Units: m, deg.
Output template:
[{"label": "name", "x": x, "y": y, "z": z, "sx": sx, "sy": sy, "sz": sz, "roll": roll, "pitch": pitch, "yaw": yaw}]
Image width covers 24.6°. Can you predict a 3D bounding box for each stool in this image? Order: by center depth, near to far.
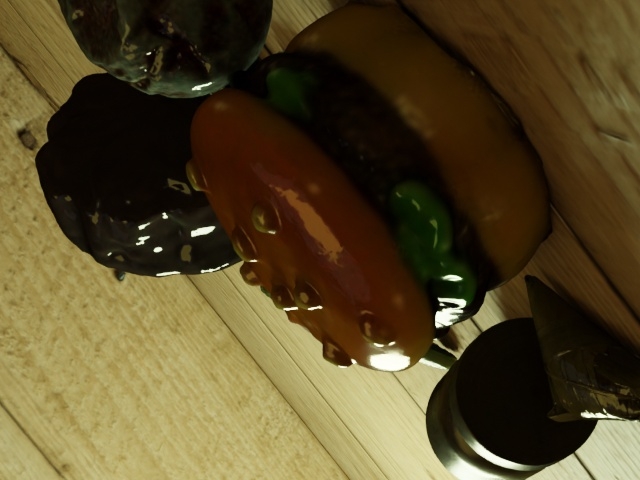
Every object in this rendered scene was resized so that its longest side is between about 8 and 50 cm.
[{"label": "stool", "x": 0.236, "y": 0.211, "z": 1.851, "sx": 0.179, "sy": 0.179, "sz": 0.264, "roll": 48, "pitch": 166, "yaw": 9}]

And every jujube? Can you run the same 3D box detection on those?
[{"label": "jujube", "x": -0.180, "y": -0.299, "z": 1.717, "sx": 0.308, "sy": 0.215, "sz": 0.247, "roll": 56, "pitch": 139, "yaw": 35}]

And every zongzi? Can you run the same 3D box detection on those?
[{"label": "zongzi", "x": 0.307, "y": 0.118, "z": 1.644, "sx": 0.160, "sy": 0.078, "sz": 0.176, "roll": -7, "pitch": 99, "yaw": 53}]

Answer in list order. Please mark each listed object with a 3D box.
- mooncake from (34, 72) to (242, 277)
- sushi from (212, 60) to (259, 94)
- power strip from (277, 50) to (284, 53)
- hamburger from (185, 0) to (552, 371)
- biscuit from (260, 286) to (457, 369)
[{"label": "mooncake", "x": -0.245, "y": -0.117, "z": 2.237, "sx": 0.381, "sy": 0.350, "sz": 0.212, "roll": 30, "pitch": 149, "yaw": 30}, {"label": "sushi", "x": -0.096, "y": -0.193, "z": 2.048, "sx": 0.150, "sy": 0.078, "sz": 0.090, "roll": 52, "pitch": 167, "yaw": -12}, {"label": "power strip", "x": -0.038, "y": -0.221, "z": 1.894, "sx": 0.083, "sy": 0.027, "sz": 0.017, "roll": 38, "pitch": 163, "yaw": 47}, {"label": "hamburger", "x": 0.031, "y": -0.046, "z": 1.611, "sx": 0.396, "sy": 0.277, "sz": 0.396, "roll": 47, "pitch": 165, "yaw": 16}, {"label": "biscuit", "x": 0.056, "y": 0.123, "z": 2.191, "sx": 0.322, "sy": 0.038, "sz": 0.099, "roll": 24, "pitch": -175, "yaw": -16}]
